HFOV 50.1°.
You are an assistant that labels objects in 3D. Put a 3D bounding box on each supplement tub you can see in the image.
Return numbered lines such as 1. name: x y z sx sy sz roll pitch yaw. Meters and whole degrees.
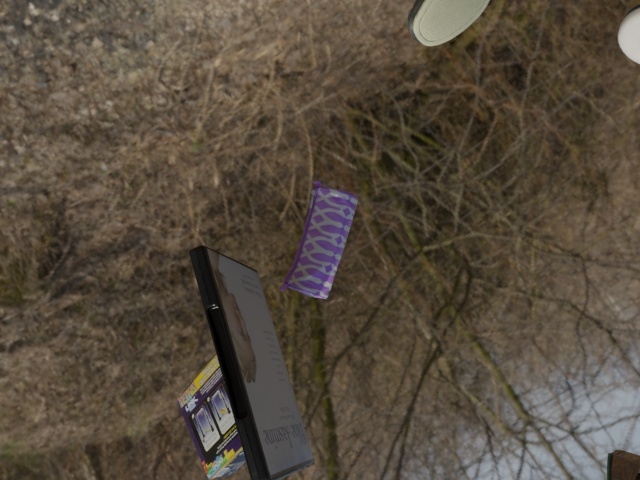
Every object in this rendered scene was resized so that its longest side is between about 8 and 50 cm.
1. supplement tub: 0.658 -0.442 1.288 0.199 0.144 0.144 -62 179 -22

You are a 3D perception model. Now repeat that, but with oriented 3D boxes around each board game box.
1. board game box: -0.129 0.242 1.003 0.048 0.141 0.170 8 133 -46

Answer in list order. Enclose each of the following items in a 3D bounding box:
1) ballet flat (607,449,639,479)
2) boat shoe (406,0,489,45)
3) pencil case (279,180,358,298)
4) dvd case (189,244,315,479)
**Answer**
1. ballet flat: 0.650 0.585 1.440 0.106 0.107 0.316 0 -133 29
2. boat shoe: 0.183 -0.348 0.896 0.084 0.079 0.233 42 79 -39
3. pencil case: 0.000 0.000 1.201 0.088 0.206 0.086 20 171 -30
4. dvd case: -0.073 0.138 0.771 0.022 0.253 0.180 -20 165 8
